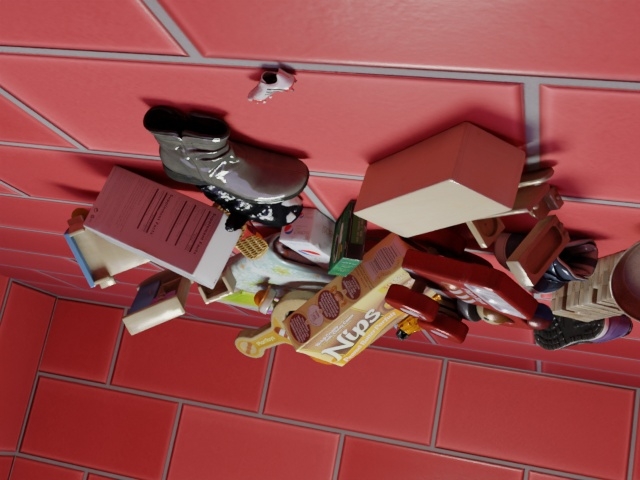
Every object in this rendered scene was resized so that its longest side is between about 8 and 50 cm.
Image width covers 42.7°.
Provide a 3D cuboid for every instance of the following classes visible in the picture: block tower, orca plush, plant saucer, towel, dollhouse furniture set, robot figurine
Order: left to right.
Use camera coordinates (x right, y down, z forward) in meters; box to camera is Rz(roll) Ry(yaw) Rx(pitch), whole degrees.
[{"bbox_3d":[-0.383,0.010,1.880,0.286,0.303,0.198,-22,-161,5],"label":"dollhouse furniture set"},{"bbox_3d":[-0.142,-0.067,1.443,0.151,0.102,0.287,4,165,29],"label":"orca plush"},{"bbox_3d":[-0.017,0.087,1.949,0.375,0.090,0.320,17,157,-24],"label":"towel"},{"bbox_3d":[0.252,0.157,1.983,0.085,0.211,0.291,54,-175,14],"label":"robot figurine"},{"bbox_3d":[0.319,-0.021,1.167,0.123,0.144,0.151,-10,120,56],"label":"dollhouse furniture set"},{"bbox_3d":[0.557,0.088,1.554,0.097,0.090,0.335,13,166,-11],"label":"block tower"},{"bbox_3d":[0.575,0.056,1.337,0.199,0.036,0.198,5,125,7],"label":"plant saucer"}]

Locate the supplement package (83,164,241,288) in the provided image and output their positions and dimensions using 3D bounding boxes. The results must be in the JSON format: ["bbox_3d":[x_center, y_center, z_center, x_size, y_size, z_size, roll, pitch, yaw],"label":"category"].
[{"bbox_3d":[-0.298,-0.024,1.568,0.244,0.133,0.139,23,171,13],"label":"supplement package"}]

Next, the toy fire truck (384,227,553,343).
[{"bbox_3d":[0.287,0.100,1.512,0.254,0.169,0.302,17,167,43],"label":"toy fire truck"}]

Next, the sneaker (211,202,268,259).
[{"bbox_3d":[-0.183,-0.032,1.708,0.084,0.069,0.185,46,174,44],"label":"sneaker"}]

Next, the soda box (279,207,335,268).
[{"bbox_3d":[0.000,0.000,1.678,0.069,0.073,0.216,4,165,27],"label":"soda box"}]

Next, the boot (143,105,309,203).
[{"bbox_3d":[-0.140,-0.129,1.239,0.247,0.083,0.161,9,161,2],"label":"boot"}]

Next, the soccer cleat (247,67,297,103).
[{"bbox_3d":[-0.066,-0.193,1.011,0.083,0.029,0.036,-7,150,45],"label":"soccer cleat"}]

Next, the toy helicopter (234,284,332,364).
[{"bbox_3d":[-0.103,0.207,1.983,0.235,0.140,0.355,42,137,-20],"label":"toy helicopter"}]

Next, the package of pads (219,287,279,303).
[{"bbox_3d":[-0.184,0.146,2.402,0.229,0.101,0.296,16,166,-24],"label":"package of pads"}]

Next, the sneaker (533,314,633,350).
[{"bbox_3d":[0.659,0.228,2.061,0.124,0.107,0.283,10,169,-22],"label":"sneaker"}]

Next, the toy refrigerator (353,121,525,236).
[{"bbox_3d":[0.161,-0.082,1.161,0.102,0.094,0.269,23,163,-20],"label":"toy refrigerator"}]

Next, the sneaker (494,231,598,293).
[{"bbox_3d":[0.442,0.050,1.496,0.163,0.086,0.226,3,164,43],"label":"sneaker"}]

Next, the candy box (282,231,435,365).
[{"bbox_3d":[0.097,0.129,1.718,0.316,0.087,0.183,-39,145,16],"label":"candy box"}]

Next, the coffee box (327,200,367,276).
[{"bbox_3d":[0.053,0.000,1.557,0.040,0.113,0.184,9,166,-6],"label":"coffee box"}]
